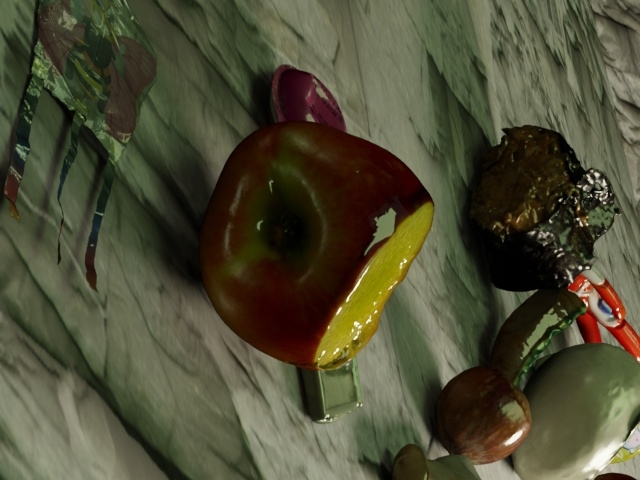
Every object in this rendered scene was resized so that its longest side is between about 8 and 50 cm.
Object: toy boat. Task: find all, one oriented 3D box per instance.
[{"bbox_3d":[0.345,0.172,2.214,0.293,0.108,0.099,-46,117,-34],"label":"toy boat"}]

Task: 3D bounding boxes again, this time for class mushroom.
[{"bbox_3d":[0.161,0.342,1.792,0.225,0.093,0.116,17,48,-53],"label":"mushroom"}]

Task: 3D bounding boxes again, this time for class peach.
[{"bbox_3d":[0.000,0.000,1.387,0.245,0.248,0.274,63,8,23],"label":"peach"}]

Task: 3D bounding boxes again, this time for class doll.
[{"bbox_3d":[0.510,0.092,2.602,0.099,0.188,0.384,-41,112,-24],"label":"doll"}]

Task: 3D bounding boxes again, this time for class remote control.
[{"bbox_3d":[-0.004,0.077,1.599,0.123,0.038,0.285,-6,87,-65],"label":"remote control"}]

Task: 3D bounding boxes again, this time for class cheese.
[{"bbox_3d":[-0.023,-0.125,1.591,0.155,0.062,0.244,55,27,-24],"label":"cheese"}]

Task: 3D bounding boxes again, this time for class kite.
[{"bbox_3d":[-0.221,-0.128,1.218,0.204,0.022,0.360,55,29,-43],"label":"kite"}]

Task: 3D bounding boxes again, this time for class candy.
[{"bbox_3d":[0.422,0.289,2.218,0.185,0.295,0.295,44,25,5],"label":"candy"}]

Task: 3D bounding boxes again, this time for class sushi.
[{"bbox_3d":[0.392,-0.071,2.325,0.348,0.234,0.207,-76,145,-53],"label":"sushi"}]

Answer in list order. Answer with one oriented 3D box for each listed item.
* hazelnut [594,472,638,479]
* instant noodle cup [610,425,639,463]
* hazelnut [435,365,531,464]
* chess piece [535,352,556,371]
[{"bbox_3d":[0.527,0.532,2.444,0.178,0.178,0.204,-16,99,-66],"label":"hazelnut"},{"bbox_3d":[0.553,0.322,2.582,0.144,0.182,0.182,-59,133,-69],"label":"instant noodle cup"},{"bbox_3d":[0.234,0.263,1.935,0.154,0.143,0.143,75,18,-53],"label":"hazelnut"},{"bbox_3d":[0.452,0.336,2.401,0.133,0.133,0.243,44,45,-53],"label":"chess piece"}]
